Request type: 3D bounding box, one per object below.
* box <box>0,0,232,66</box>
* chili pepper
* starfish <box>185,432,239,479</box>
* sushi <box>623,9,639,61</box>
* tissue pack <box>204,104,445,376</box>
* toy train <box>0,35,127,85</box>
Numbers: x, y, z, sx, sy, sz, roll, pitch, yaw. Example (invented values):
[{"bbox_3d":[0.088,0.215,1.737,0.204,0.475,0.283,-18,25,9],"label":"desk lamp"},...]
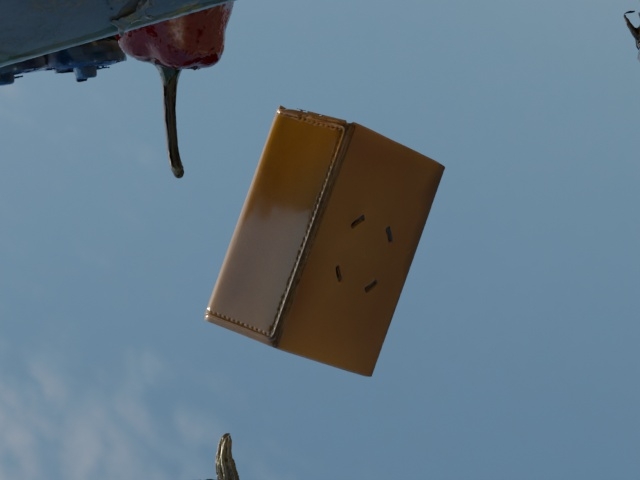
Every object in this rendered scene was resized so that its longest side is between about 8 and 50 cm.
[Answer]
[{"bbox_3d":[-0.103,-0.118,0.676,0.285,0.142,0.044,-18,-122,-13],"label":"box"},{"bbox_3d":[-0.161,-0.255,2.099,0.131,0.338,0.134,16,-158,-22],"label":"chili pepper"},{"bbox_3d":[-0.110,0.309,2.231,0.041,0.133,0.130,10,-148,-54],"label":"starfish"},{"bbox_3d":[0.351,-0.219,1.617,0.179,0.167,0.296,5,-132,0],"label":"sushi"},{"bbox_3d":[0.000,0.000,2.255,0.145,0.274,0.194,17,177,38],"label":"tissue pack"},{"bbox_3d":[-0.398,-0.268,2.266,0.300,0.265,0.188,-14,-82,-52],"label":"toy train"}]
